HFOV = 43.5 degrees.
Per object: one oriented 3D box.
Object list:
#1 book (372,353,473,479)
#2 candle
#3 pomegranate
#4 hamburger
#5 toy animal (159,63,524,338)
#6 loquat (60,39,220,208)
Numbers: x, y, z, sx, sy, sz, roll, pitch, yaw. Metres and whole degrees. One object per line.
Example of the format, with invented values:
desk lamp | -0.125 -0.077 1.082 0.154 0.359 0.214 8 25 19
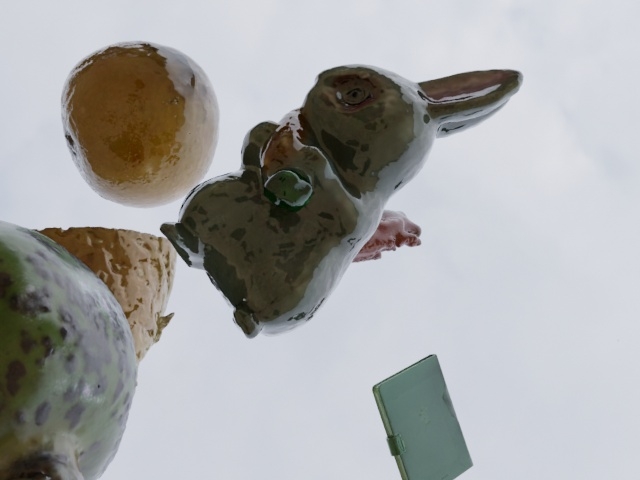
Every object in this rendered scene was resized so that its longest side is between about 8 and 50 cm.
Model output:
book | 0.111 0.205 0.876 0.017 0.103 0.135 -16 -87 52
candle | 0.000 0.000 0.891 0.084 0.302 0.059 0 -86 53
pomegranate | -0.254 0.113 0.611 0.254 0.254 0.270 -54 -133 7
hamburger | -0.300 0.110 0.882 0.330 0.162 0.209 -9 -119 -24
toy animal | 0.016 -0.051 0.539 0.251 0.127 0.125 -42 -65 -7
loquat | -0.282 -0.178 1.242 0.263 0.263 0.263 -3 -98 20
